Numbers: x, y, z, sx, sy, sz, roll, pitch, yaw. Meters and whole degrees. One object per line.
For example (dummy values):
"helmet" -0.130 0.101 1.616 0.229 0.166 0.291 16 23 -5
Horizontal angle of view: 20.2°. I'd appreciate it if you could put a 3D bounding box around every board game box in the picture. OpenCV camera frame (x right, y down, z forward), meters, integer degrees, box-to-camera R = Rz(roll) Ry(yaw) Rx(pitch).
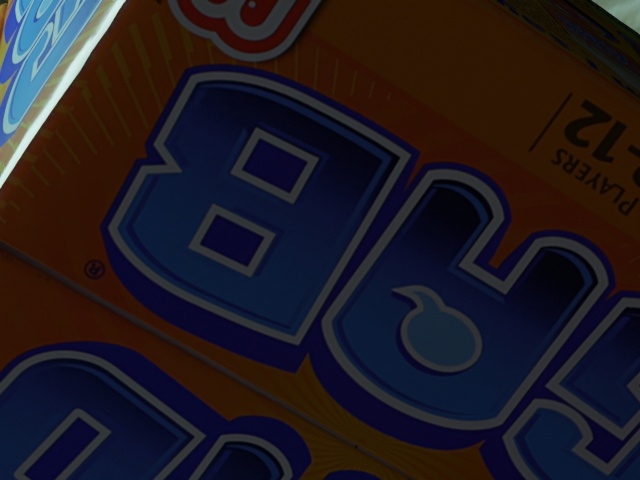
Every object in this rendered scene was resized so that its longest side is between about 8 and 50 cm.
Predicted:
"board game box" -0.007 0.017 0.881 0.356 0.356 0.356 -54 18 14
